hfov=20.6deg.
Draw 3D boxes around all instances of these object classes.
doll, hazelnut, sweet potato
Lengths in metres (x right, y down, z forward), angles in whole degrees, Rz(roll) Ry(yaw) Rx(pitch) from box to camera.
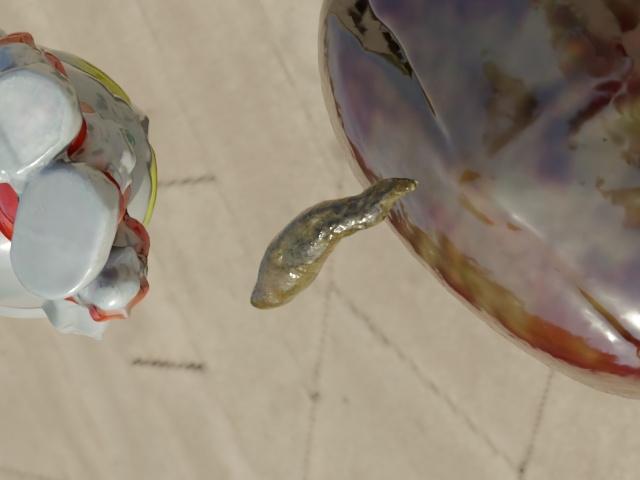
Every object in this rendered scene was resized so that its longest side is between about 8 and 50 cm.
[{"bbox_3d":[-0.074,-0.015,0.440,0.094,0.079,0.180,63,168,-9],"label":"doll"},{"bbox_3d":[0.217,-0.099,1.255,0.429,0.402,0.402,54,152,13],"label":"hazelnut"},{"bbox_3d":[-0.004,0.000,1.069,0.153,0.041,0.038,-39,69,39],"label":"sweet potato"}]
